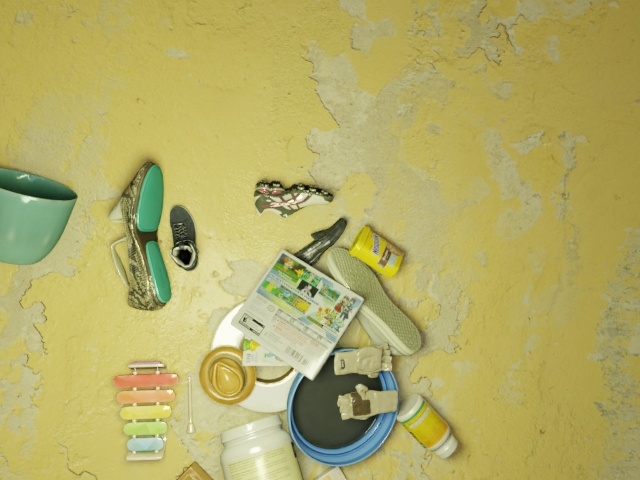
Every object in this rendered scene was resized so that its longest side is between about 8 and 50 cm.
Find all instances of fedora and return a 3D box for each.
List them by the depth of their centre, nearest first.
[{"bbox_3d":[-0.298,0.435,1.774,0.194,0.079,0.195,0,87,-6],"label":"fedora"}]

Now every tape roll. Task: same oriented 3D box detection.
[{"bbox_3d":[-0.171,0.374,1.866,0.391,0.072,0.392,0,86,-7],"label":"tape roll"}]

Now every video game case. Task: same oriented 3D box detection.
[{"bbox_3d":[-0.075,0.230,1.778,0.329,0.036,0.300,30,78,19],"label":"video game case"}]

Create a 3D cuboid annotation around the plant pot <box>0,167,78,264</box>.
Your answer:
[{"bbox_3d":[-0.926,-0.064,1.705,0.292,0.293,0.235,19,100,-5],"label":"plant pot"}]

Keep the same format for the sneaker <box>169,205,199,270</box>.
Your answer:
[{"bbox_3d":[-0.449,-0.012,1.810,0.086,0.163,0.226,-14,87,-5],"label":"sneaker"}]

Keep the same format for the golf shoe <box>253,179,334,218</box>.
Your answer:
[{"bbox_3d":[-0.092,-0.136,1.901,0.272,0.105,0.120,5,104,-2],"label":"golf shoe"}]

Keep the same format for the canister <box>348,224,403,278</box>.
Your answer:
[{"bbox_3d":[0.193,0.041,1.906,0.169,0.073,0.126,33,43,-6],"label":"canister"}]

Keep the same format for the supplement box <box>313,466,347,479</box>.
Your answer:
[{"bbox_3d":[0.033,0.810,1.884,0.098,0.036,0.062,-31,91,-7],"label":"supplement box"}]

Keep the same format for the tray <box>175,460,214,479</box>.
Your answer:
[{"bbox_3d":[-0.340,0.940,1.789,0.411,0.076,0.203,44,87,4],"label":"tray"}]

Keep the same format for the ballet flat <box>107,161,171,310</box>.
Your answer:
[{"bbox_3d":[-0.599,-0.009,1.808,0.181,0.164,0.483,-5,89,13],"label":"ballet flat"}]

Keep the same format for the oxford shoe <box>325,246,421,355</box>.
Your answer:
[{"bbox_3d":[0.156,0.220,1.884,0.449,0.130,0.169,51,43,-1],"label":"oxford shoe"}]

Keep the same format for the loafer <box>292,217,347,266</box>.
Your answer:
[{"bbox_3d":[0.000,0.000,1.902,0.223,0.076,0.078,-46,100,-3],"label":"loafer"}]

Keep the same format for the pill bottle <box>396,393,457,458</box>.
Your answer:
[{"bbox_3d":[0.364,0.634,1.891,0.117,0.117,0.208,-44,93,-7],"label":"pill bottle"}]

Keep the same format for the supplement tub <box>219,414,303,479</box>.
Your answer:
[{"bbox_3d":[-0.178,0.737,1.741,0.235,0.235,0.325,-16,73,-7],"label":"supplement tub"}]

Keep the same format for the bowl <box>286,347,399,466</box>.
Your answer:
[{"bbox_3d":[0.070,0.541,1.839,0.390,0.077,0.392,-2,96,-20],"label":"bowl"}]

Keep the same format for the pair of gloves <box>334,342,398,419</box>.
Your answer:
[{"bbox_3d":[0.145,0.458,1.797,0.204,0.042,0.240,-8,96,-16],"label":"pair of gloves"}]

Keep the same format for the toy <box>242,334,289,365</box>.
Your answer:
[{"bbox_3d":[-0.128,0.343,1.801,0.237,0.056,0.137,0,64,3],"label":"toy"}]

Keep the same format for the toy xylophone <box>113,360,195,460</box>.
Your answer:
[{"bbox_3d":[-0.534,0.543,1.811,0.236,0.081,0.323,-8,88,-7],"label":"toy xylophone"}]
